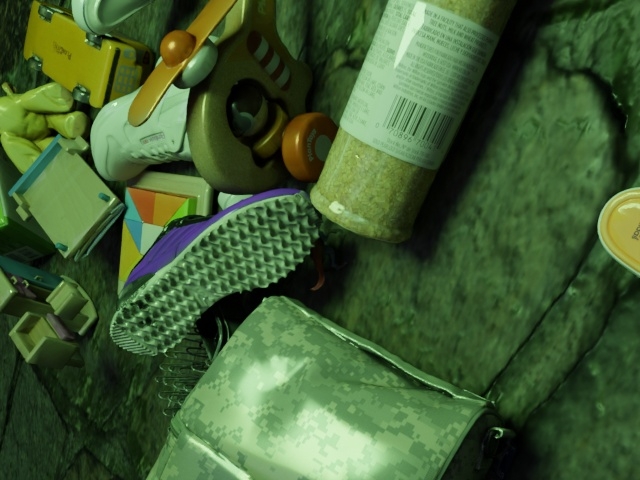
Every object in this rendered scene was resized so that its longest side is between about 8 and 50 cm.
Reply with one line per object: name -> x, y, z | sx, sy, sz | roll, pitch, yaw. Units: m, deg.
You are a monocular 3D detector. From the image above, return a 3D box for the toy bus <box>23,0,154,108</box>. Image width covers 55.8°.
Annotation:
toy bus -> -0.394, -0.313, 1.023 | 0.332, 0.130, 0.108 | 33, 110, 36

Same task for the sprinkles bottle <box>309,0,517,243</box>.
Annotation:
sprinkles bottle -> 0.104, -0.177, 0.595 | 0.121, 0.121, 0.356 | 37, 113, 35

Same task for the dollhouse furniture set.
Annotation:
dollhouse furniture set -> -0.397, 0.019, 1.049 | 0.286, 0.198, 0.303 | 40, 91, 30

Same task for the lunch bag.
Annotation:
lunch bag -> 0.010, 0.221, 0.621 | 0.305, 0.212, 0.256 | 25, 91, 33

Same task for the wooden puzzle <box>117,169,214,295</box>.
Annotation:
wooden puzzle -> -0.259, 0.002, 0.964 | 0.238, 0.044, 0.221 | 12, 98, 41

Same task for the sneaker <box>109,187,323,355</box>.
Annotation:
sneaker -> -0.133, 0.006, 0.725 | 0.293, 0.102, 0.146 | -32, 34, 16

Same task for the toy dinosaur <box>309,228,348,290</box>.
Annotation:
toy dinosaur -> 0.000, 0.000, 0.726 | 0.047, 0.090, 0.082 | -23, 107, 23

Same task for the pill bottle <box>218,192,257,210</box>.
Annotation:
pill bottle -> -0.085, -0.023, 0.797 | 0.120, 0.067, 0.067 | 51, 121, 29

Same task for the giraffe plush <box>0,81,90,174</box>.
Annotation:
giraffe plush -> -0.550, -0.227, 1.155 | 0.170, 0.210, 0.182 | -134, 53, -64

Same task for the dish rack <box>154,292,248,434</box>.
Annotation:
dish rack -> -0.169, 0.192, 0.822 | 0.272, 0.074, 0.208 | -68, 29, 15

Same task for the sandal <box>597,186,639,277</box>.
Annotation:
sandal -> 0.320, 0.037, 0.438 | 0.265, 0.076, 0.102 | 31, 110, 37

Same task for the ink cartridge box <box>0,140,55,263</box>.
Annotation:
ink cartridge box -> -0.633, -0.098, 1.189 | 0.096, 0.189, 0.255 | -21, 72, -3

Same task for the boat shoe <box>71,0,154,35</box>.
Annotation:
boat shoe -> -0.241, -0.395, 0.868 | 0.088, 0.096, 0.268 | 32, 75, 26

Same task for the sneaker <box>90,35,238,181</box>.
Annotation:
sneaker -> -0.234, -0.159, 0.888 | 0.305, 0.114, 0.152 | -35, 69, 31

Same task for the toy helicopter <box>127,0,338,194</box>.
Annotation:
toy helicopter -> -0.094, -0.230, 0.693 | 0.140, 0.234, 0.356 | 4, 93, 41
